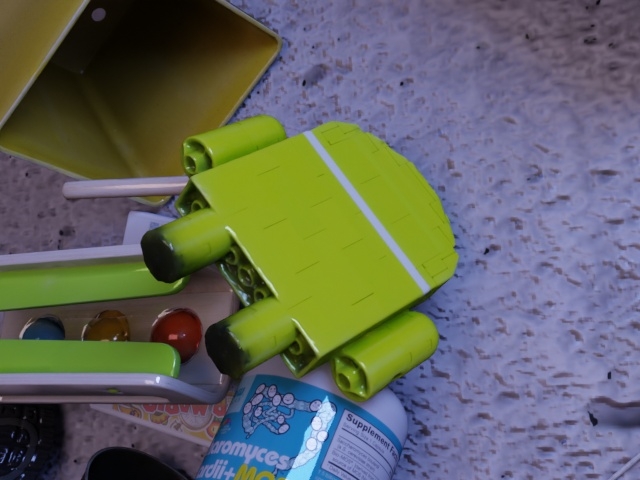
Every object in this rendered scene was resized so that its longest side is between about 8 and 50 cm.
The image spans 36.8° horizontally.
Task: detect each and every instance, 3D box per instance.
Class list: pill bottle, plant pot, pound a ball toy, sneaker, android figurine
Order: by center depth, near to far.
[{"bbox_3d":[0.000,0.000,0.760,0.248,0.273,0.056,52,138,11],"label":"android figurine"},{"bbox_3d":[-0.020,0.188,0.771,0.146,0.146,0.264,9,58,26],"label":"pill bottle"},{"bbox_3d":[-0.192,0.047,0.893,0.319,0.136,0.208,-5,70,24],"label":"pound a ball toy"},{"bbox_3d":[-0.207,-0.190,0.914,0.212,0.212,0.187,-51,55,13],"label":"plant pot"},{"bbox_3d":[-0.355,0.266,0.983,0.130,0.109,0.286,-23,51,60],"label":"sneaker"}]

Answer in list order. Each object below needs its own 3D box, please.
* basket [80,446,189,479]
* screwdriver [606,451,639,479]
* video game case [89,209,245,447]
[{"bbox_3d":[-0.194,0.342,0.877,0.204,0.154,0.227,44,107,21],"label":"basket"},{"bbox_3d":[0.247,0.168,0.747,0.170,0.025,0.024,-45,68,14],"label":"screwdriver"},{"bbox_3d":[-0.111,0.089,0.928,0.227,0.026,0.206,11,90,26],"label":"video game case"}]
